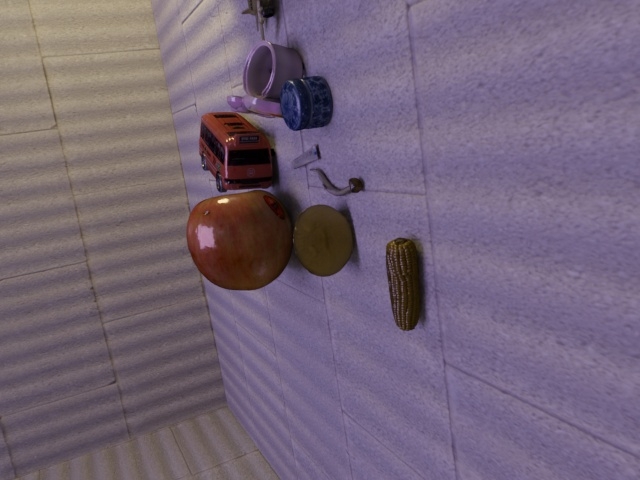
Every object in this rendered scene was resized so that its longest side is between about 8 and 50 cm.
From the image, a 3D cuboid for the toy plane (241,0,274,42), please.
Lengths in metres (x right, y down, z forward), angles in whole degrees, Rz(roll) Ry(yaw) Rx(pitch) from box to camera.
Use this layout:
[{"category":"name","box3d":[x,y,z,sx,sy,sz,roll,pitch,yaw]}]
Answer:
[{"category":"toy plane","box3d":[-0.194,-0.756,1.794,0.256,0.104,0.242,177,83,-70]}]

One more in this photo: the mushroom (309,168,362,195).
[{"category":"mushroom","box3d":[0.040,-0.164,1.664,0.306,0.043,0.068,24,106,63]}]

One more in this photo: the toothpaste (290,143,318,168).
[{"category":"toothpaste","box3d":[-0.050,-0.261,1.828,0.190,0.031,0.048,-14,87,64]}]

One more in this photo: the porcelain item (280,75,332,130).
[{"category":"porcelain item","box3d":[-0.046,-0.391,1.639,0.147,0.114,0.147,44,142,50]}]

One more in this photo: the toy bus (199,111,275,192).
[{"category":"toy bus","box3d":[-0.330,-0.348,2.210,0.427,0.203,0.233,-133,42,-54]}]

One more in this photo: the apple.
[{"category":"apple","box3d":[-0.283,0.000,2.056,0.391,0.391,0.347,6,108,66]}]

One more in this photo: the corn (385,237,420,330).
[{"category":"corn","box3d":[0.201,0.104,1.386,0.080,0.080,0.231,27,128,61]}]

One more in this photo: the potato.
[{"category":"potato","box3d":[0.000,0.000,1.698,0.204,0.178,0.158,63,173,-2]}]

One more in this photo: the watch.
[{"category":"watch","box3d":[-0.155,-0.496,1.788,0.248,0.210,0.218,22,104,53]}]
